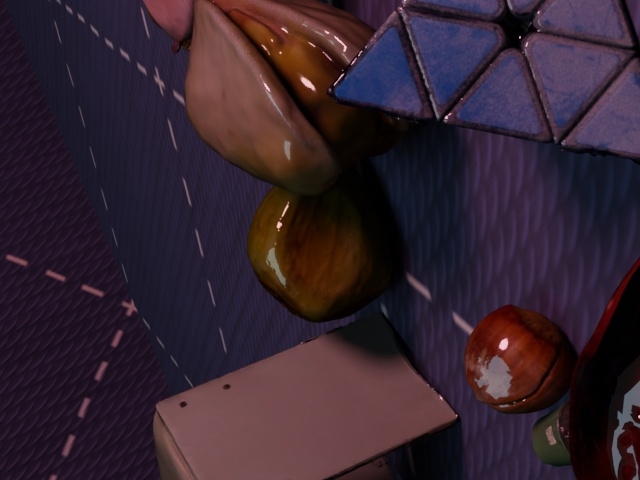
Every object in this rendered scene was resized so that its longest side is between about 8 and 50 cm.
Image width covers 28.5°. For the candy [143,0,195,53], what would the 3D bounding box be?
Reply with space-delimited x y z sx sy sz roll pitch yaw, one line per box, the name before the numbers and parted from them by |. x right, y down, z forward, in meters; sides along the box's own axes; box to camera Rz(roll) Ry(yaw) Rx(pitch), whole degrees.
candy | -0.151 -0.334 1.359 0.255 0.094 0.255 56 157 37

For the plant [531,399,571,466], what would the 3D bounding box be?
plant | 0.200 0.139 0.929 0.102 0.051 0.051 -34 77 58

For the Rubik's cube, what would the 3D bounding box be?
Rubik's cube | 0.102 -0.158 0.766 0.211 0.190 0.178 38 127 50

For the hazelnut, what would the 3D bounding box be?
hazelnut | 0.149 0.092 0.968 0.086 0.086 0.086 55 157 37

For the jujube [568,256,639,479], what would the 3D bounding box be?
jujube | 0.213 0.054 0.639 0.168 0.168 0.237 45 132 53

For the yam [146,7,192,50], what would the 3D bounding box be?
yam | -0.176 -0.276 1.567 0.132 0.054 0.054 43 149 56

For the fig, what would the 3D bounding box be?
fig | 0.000 0.000 1.235 0.154 0.144 0.166 -66 -23 -61

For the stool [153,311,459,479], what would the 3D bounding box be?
stool | -0.014 0.254 1.315 0.170 0.269 0.244 52 156 40

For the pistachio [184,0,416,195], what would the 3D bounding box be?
pistachio | -0.026 -0.136 1.073 0.197 0.166 0.288 53 167 -20
